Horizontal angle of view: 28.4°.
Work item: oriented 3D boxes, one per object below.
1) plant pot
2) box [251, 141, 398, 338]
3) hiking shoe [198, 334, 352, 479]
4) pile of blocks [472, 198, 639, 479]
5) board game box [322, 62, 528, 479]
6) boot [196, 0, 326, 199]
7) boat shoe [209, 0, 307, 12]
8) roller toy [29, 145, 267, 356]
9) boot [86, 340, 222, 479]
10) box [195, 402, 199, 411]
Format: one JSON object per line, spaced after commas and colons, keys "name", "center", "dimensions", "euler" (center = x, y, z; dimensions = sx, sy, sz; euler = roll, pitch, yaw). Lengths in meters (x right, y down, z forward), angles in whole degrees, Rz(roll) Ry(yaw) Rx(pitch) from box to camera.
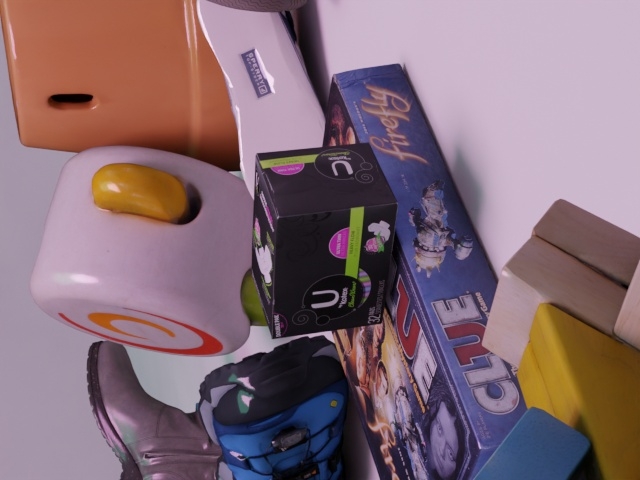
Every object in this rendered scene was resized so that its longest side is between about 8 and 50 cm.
{"name": "plant pot", "center": [-0.177, -0.195, 1.117], "dimensions": [0.291, 0.203, 0.291], "euler": [172, 90, -77]}
{"name": "box", "center": [0.000, 0.000, 0.639], "dimensions": [0.052, 0.062, 0.083], "euler": [-111, 18, -45]}
{"name": "hiking shoe", "center": [-0.014, 0.171, 0.923], "dimensions": [0.304, 0.113, 0.132], "euler": [89, 158, -62]}
{"name": "pile of blocks", "center": [0.106, 0.110, 0.288], "dimensions": [0.112, 0.149, 0.362], "euler": [96, 160, -46]}
{"name": "board game box", "center": [0.049, 0.047, 0.692], "dimensions": [0.165, 0.042, 0.243], "euler": [99, 158, -50]}
{"name": "boot", "center": [-0.027, -0.102, 0.897], "dimensions": [0.086, 0.069, 0.190], "euler": [-39, -66, -74]}
{"name": "boat shoe", "center": [-0.088, -0.308, 0.845], "dimensions": [0.355, 0.132, 0.130], "euler": [65, 150, 26]}
{"name": "roller toy", "center": [-0.142, 0.006, 1.076], "dimensions": [0.191, 0.209, 0.146], "euler": [-7, 65, 45]}
{"name": "boot", "center": [-0.132, 0.185, 1.270], "dimensions": [0.083, 0.161, 0.246], "euler": [61, -175, -59]}
{"name": "box", "center": [-0.106, 0.267, 1.394], "dimensions": [0.244, 0.060, 0.100], "euler": [104, 154, -57]}
